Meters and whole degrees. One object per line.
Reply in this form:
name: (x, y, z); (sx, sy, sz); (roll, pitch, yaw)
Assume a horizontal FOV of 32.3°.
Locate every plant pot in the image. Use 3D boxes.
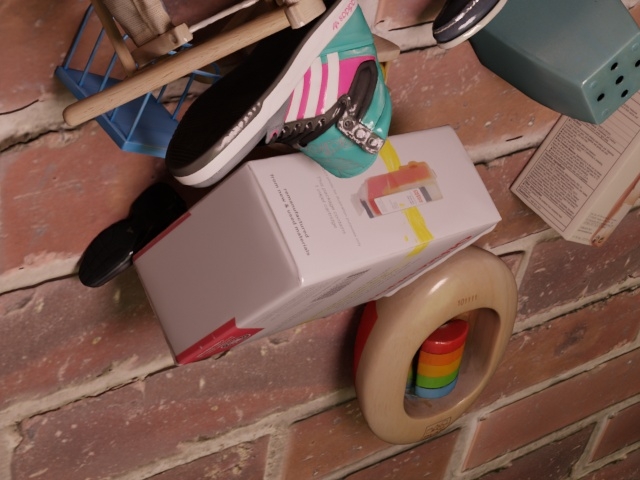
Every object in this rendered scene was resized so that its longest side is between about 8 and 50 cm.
plant pot: (0.327, -0.278, 1.498); (0.165, 0.234, 0.166); (-42, 143, 2)

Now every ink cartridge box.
ink cartridge box: (0.000, 0.000, 1.426); (0.384, 0.160, 0.279); (-14, 165, -45)

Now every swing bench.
swing bench: (-0.149, -0.273, 0.973); (0.254, 0.165, 0.253); (-20, 104, 20)

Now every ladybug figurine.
ladybug figurine: (0.177, 0.169, 1.880); (0.305, 0.162, 0.449); (-17, 137, -27)

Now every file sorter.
file sorter: (-0.186, -0.175, 1.207); (0.118, 0.170, 0.104); (8, 118, -45)

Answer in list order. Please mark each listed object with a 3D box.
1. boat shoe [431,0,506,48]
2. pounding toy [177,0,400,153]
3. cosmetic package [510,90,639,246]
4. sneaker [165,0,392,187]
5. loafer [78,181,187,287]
boat shoe: (0.221, -0.360, 1.430); (0.254, 0.095, 0.079); (-49, 121, -3)
pounding toy: (-0.021, -0.213, 1.325); (0.269, 0.154, 0.155); (-17, 137, -29)
cosmetic package: (0.474, -0.151, 1.829); (0.129, 0.153, 0.296); (9, 123, -48)
sneaker: (-0.026, -0.120, 1.172); (0.295, 0.124, 0.178); (-51, 125, -26)
loafer: (-0.239, 0.003, 1.432); (0.170, 0.062, 0.061); (-42, 148, 3)
